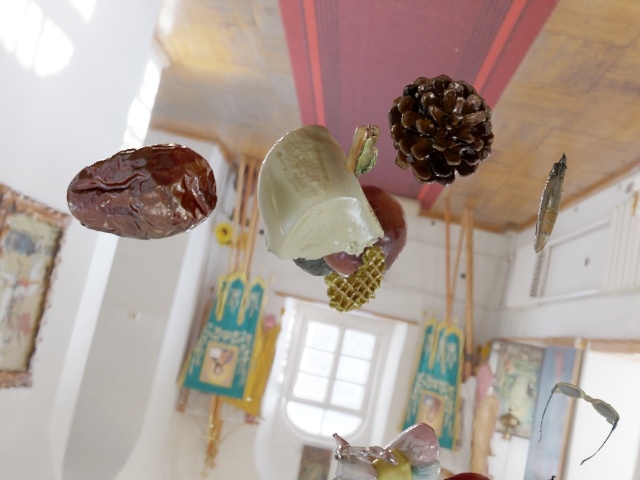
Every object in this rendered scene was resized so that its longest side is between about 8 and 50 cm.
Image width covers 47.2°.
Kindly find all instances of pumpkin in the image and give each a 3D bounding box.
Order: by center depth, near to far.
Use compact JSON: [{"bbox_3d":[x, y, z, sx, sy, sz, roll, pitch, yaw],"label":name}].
[{"bbox_3d":[0.000,0.000,2.264,0.233,0.233,0.163,20,140,-41],"label":"pumpkin"}]

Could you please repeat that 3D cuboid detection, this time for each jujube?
[{"bbox_3d":[-0.404,-0.110,1.635,0.342,0.216,0.216,-5,165,23],"label":"jujube"}]

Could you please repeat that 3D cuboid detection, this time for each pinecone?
[{"bbox_3d":[0.267,-0.246,1.640,0.264,0.264,0.264,12,171,2],"label":"pinecone"}]

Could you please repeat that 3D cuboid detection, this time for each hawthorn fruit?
[{"bbox_3d":[0.127,-0.028,2.071,0.265,0.265,0.307,9,-174,19],"label":"hawthorn fruit"}]

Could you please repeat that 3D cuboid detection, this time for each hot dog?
[{"bbox_3d":[0.085,-0.173,1.426,0.056,0.041,0.133,-17,145,-30],"label":"hot dog"}]

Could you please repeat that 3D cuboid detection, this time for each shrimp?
[{"bbox_3d":[0.588,-0.093,1.902,0.051,0.261,0.198,12,-178,9],"label":"shrimp"}]

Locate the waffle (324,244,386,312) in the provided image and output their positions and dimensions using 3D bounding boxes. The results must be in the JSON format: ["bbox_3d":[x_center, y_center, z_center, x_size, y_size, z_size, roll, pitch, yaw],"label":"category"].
[{"bbox_3d":[0.088,0.099,1.851,0.194,0.149,0.051,-20,-154,-34],"label":"waffle"}]

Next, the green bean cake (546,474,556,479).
[{"bbox_3d":[0.386,0.601,1.368,0.156,0.247,0.250,-6,145,-12],"label":"green bean cake"}]

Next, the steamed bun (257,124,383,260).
[{"bbox_3d":[-0.032,-0.086,1.685,0.290,0.272,0.273,59,179,42],"label":"steamed bun"}]

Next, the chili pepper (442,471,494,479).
[{"bbox_3d":[0.446,0.721,2.047,0.253,0.144,0.136,39,-153,-15],"label":"chili pepper"}]

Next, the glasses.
[{"bbox_3d":[0.687,0.480,1.953,0.190,0.088,0.220,29,-140,19],"label":"glasses"}]

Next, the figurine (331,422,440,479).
[{"bbox_3d":[0.144,0.538,1.735,0.316,0.206,0.284,-9,-175,-29],"label":"figurine"}]
